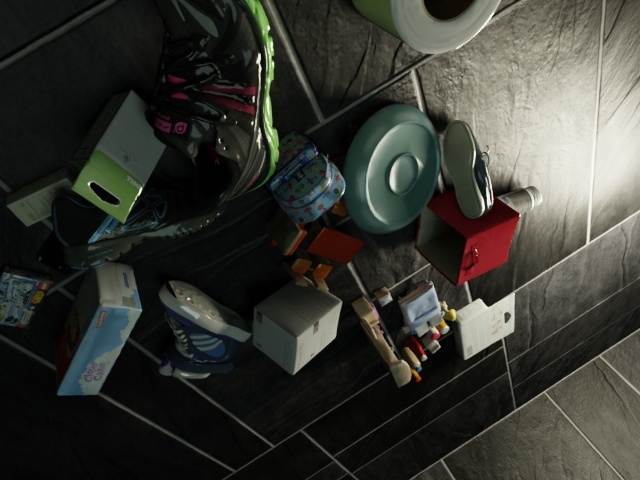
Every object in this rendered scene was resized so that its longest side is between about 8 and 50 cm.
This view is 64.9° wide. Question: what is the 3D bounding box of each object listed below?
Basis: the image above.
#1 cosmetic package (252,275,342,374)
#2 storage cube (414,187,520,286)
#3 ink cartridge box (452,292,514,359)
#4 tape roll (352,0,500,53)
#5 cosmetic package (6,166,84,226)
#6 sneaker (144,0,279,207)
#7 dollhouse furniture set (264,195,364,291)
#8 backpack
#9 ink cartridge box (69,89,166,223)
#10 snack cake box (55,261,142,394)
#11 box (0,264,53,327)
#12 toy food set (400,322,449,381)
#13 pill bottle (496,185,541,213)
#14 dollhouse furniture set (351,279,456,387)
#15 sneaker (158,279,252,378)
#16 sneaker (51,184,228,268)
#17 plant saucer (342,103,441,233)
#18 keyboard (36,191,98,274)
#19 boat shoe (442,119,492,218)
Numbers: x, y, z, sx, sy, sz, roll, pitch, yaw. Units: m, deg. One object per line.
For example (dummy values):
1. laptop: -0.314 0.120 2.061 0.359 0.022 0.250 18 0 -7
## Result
1. cosmetic package: -0.063 0.218 1.329 0.184 0.152 0.151 -35 144 -40
2. storage cube: 0.404 -0.021 1.405 0.193 0.215 0.183 -22 135 -21
3. ink cartridge box: 0.630 0.320 1.940 0.239 0.060 0.275 -29 136 -7
4. tape roll: 0.191 -0.483 0.903 0.246 0.169 0.246 -16 133 -18
5. cosmetic package: -0.507 -0.081 0.929 0.115 0.041 0.060 -26 137 -8
6. sneaker: -0.190 -0.248 0.837 0.202 0.186 0.482 -49 145 -34
7. dollhouse furniture set: 0.000 0.000 1.232 0.259 0.135 0.262 18 116 -40
8. backpack: -0.039 -0.128 1.070 0.158 0.173 0.117 -38 136 4
9. ink cartridge box: -0.349 -0.143 0.867 0.109 0.062 0.209 47 54 -46
10. snack cake box: -0.490 0.191 1.095 0.089 0.152 0.264 15 118 -39
11. box: -0.628 0.118 1.039 0.094 0.027 0.137 23 113 -40
12. toy food set: 0.383 0.399 1.827 0.232 0.104 0.111 -46 135 11
13. pill bottle: 0.594 -0.115 1.527 0.137 0.078 0.078 -20 135 -14
14. dollhouse furniture set: 0.304 0.263 1.597 0.304 0.198 0.286 -31 137 -5
15. sneaker: -0.340 0.251 1.250 0.236 0.130 0.323 -43 141 3
16. sneaker: -0.331 -0.065 0.968 0.341 0.125 0.139 -26 111 -36
17. plant saucer: 0.186 -0.160 1.194 0.318 0.044 0.317 -16 117 -34
18. keyboard: -0.480 -0.011 1.021 0.100 0.038 0.192 37 104 -22
19. boat shoe: 0.386 -0.185 1.285 0.079 0.095 0.254 -23 97 -36
